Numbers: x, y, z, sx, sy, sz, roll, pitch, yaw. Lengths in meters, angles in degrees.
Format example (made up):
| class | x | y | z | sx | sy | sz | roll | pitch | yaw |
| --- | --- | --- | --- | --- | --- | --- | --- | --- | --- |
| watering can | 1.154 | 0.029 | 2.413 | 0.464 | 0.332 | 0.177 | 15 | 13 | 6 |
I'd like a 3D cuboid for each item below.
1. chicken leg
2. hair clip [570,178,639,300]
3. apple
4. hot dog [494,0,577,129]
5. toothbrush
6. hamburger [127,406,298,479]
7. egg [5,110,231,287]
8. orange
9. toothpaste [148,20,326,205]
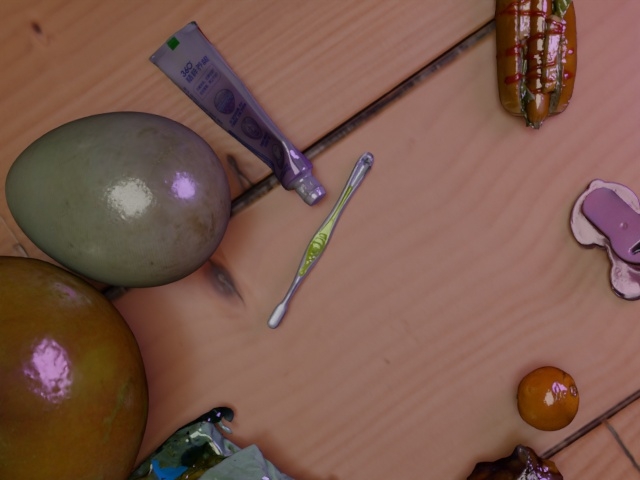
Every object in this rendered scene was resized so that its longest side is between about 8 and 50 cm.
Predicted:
| class | x | y | z | sx | sy | sz | roll | pitch | yaw |
| --- | --- | --- | --- | --- | --- | --- | --- | --- | --- |
| chicken leg | 0.169 | 0.361 | 1.443 | 0.304 | 0.093 | 0.113 | -30 | 69 | 12 |
| hair clip | 0.390 | -0.005 | 1.451 | 0.123 | 0.102 | 0.138 | -45 | 53 | 1 |
| apple | -0.397 | 0.206 | 1.359 | 0.374 | 0.374 | 0.384 | 42 | 98 | 5 |
| hot dog | 0.273 | -0.266 | 1.444 | 0.104 | 0.076 | 0.250 | 1 | 87 | 4 |
| toothbrush | 0.000 | 0.000 | 1.487 | 0.022 | 0.026 | 0.263 | 30 | 92 | -1 |
| hamburger | -0.132 | 0.368 | 1.432 | 0.276 | 0.150 | 0.260 | 34 | 91 | 6 |
| egg | -0.255 | -0.055 | 1.419 | 0.295 | 0.218 | 0.218 | 10 | 90 | 19 |
| orange | 0.285 | 0.198 | 1.430 | 0.084 | 0.083 | 0.083 | 0 | 89 | 5 |
| toothpaste | -0.102 | -0.161 | 1.490 | 0.301 | 0.048 | 0.075 | 48 | 121 | 11 |
